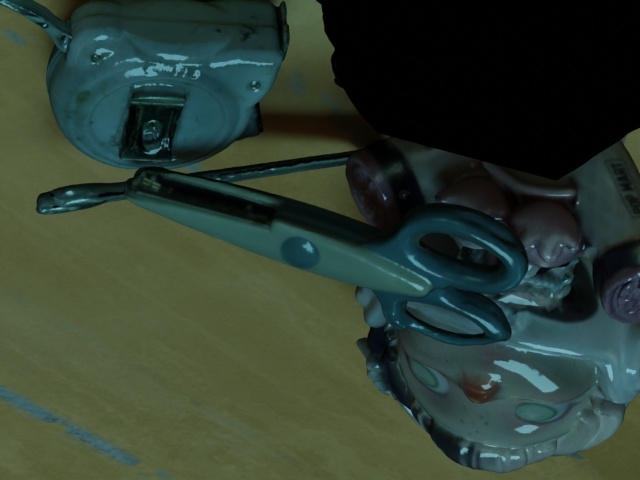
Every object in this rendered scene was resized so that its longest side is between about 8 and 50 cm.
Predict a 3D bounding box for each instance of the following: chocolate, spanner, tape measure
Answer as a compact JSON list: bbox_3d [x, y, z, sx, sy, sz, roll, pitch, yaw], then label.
[{"bbox_3d":[0.096,-0.165,1.120,0.224,0.206,0.177,14,-174,-11],"label":"chocolate"},{"bbox_3d":[-0.061,-0.049,1.258,0.301,0.018,0.071,-9,179,-20],"label":"spanner"},{"bbox_3d":[-0.195,-0.114,1.163,0.330,0.084,0.164,1,140,-12],"label":"tape measure"}]

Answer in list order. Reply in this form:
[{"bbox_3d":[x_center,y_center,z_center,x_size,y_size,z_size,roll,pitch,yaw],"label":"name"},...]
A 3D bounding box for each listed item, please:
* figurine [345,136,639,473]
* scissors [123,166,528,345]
[{"bbox_3d":[0.164,0.034,1.301,0.253,0.211,0.361,32,149,22],"label":"figurine"},{"bbox_3d":[0.000,0.000,1.172,0.289,0.041,0.138,16,142,8],"label":"scissors"}]
